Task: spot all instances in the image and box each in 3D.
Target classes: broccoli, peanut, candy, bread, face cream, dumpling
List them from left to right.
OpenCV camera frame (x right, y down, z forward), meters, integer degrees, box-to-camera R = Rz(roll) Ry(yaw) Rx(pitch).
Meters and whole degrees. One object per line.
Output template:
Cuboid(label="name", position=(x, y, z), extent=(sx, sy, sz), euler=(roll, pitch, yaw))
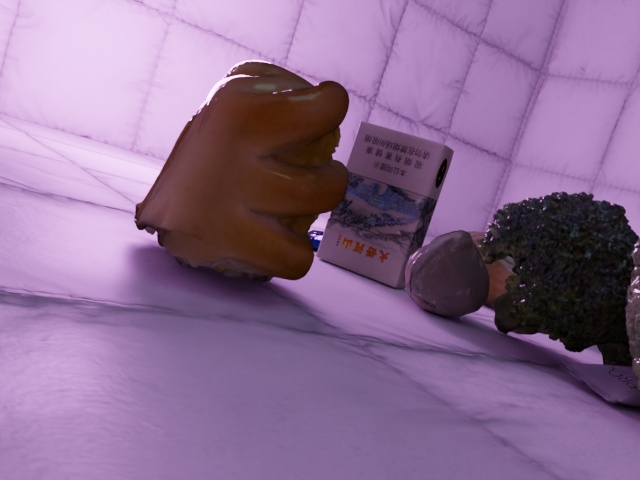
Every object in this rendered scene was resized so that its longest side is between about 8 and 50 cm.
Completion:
Cuboid(label="bread", position=(-0.073, -0.075, 0.842), extent=(0.211, 0.270, 0.316), euler=(31, -5, -19))
Cuboid(label="candy", position=(0.001, 0.000, 1.413), extent=(0.088, 0.038, 0.136), euler=(17, 14, 23))
Cuboid(label="dumpling", position=(0.199, 0.050, 1.084), extent=(0.118, 0.136, 0.199), euler=(13, -9, 36))
Cuboid(label="peanut", position=(0.381, 0.079, 1.375), extent=(0.313, 0.149, 0.149), euler=(22, 7, 33))
Cuboid(label="broccoli", position=(0.363, 0.058, 0.995), extent=(0.235, 0.288, 0.260), euler=(-25, -8, 0))
Cuboid(label="face cream", position=(0.421, 0.185, 0.881), extent=(0.244, 0.058, 0.092), euler=(9, 14, -23))

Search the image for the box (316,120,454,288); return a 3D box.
Cuboid(label="box", position=(0.112, -0.063, 1.240), extent=(0.164, 0.256, 0.069), euler=(21, 5, 26))

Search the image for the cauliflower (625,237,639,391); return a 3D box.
Cuboid(label="cauliflower", position=(0.467, 0.089, 0.752), extent=(0.275, 0.272, 0.250), euler=(0, -12, -24))
